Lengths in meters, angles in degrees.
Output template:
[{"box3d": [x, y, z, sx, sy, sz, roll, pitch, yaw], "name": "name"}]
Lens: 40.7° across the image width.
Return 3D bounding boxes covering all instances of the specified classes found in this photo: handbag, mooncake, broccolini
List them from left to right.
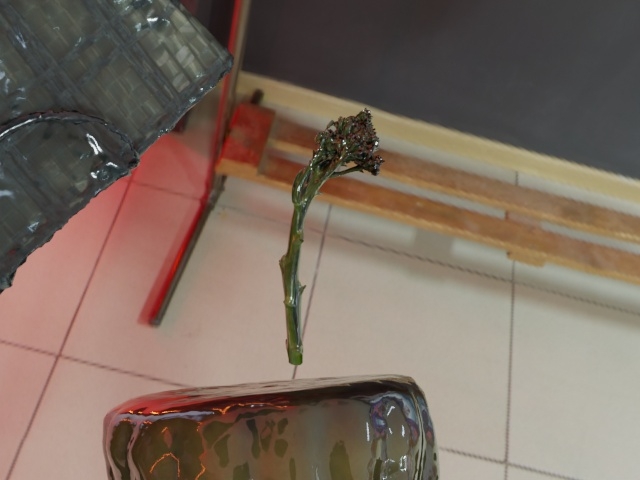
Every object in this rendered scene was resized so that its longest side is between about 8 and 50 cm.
[{"box3d": [-0.178, -0.072, 0.424, 0.270, 0.089, 0.175, -45, 105, -24], "name": "handbag"}, {"box3d": [-0.039, 0.203, 0.744, 0.290, 0.290, 0.161, -5, 84, -17], "name": "mooncake"}, {"box3d": [-0.007, -0.003, 0.615, 0.052, 0.194, 0.054, 16, 16, -14], "name": "broccolini"}]
